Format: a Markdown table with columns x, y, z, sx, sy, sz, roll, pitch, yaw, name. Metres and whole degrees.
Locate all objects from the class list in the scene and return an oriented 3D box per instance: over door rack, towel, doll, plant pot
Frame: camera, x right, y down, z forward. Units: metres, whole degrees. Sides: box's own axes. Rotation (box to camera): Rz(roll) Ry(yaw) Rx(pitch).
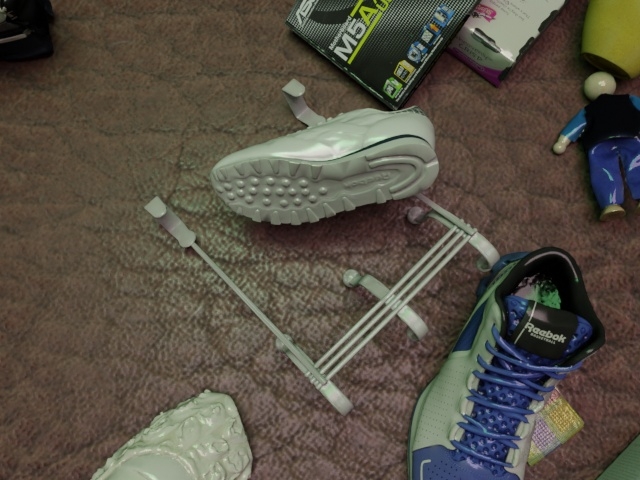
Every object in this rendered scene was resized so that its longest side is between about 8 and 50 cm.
| x | y | z | sx | sy | sz | roll | pitch | yaw | name |
| --- | --- | --- | --- | --- | --- | --- | --- | --- | --- |
| 0.000 | 0.000 | 0.702 | 0.239 | 0.108 | 0.324 | -43 | 68 | -9 | over door rack |
| 0.253 | 0.209 | 0.702 | 0.083 | 0.009 | 0.060 | -36 | 82 | -7 | towel |
| 0.349 | -0.121 | 0.746 | 0.128 | 0.046 | 0.189 | -11 | 70 | 25 | doll |
| 0.375 | -0.255 | 0.752 | 0.134 | 0.134 | 0.095 | 33 | 104 | 5 | plant pot |

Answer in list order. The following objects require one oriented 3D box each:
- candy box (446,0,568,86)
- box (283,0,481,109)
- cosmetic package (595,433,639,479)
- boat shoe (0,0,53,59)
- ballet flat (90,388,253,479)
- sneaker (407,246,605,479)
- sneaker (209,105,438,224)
| x | y | z | sx | sy | sz | roll | pitch | yaw | name |
| --- | --- | --- | --- | --- | --- | --- | --- | --- | --- |
| 0.239 | -0.335 | 0.783 | 0.159 | 0.071 | 0.233 | 40 | 80 | 8 | candy box |
| 0.078 | -0.286 | 0.734 | 0.184 | 0.045 | 0.191 | 40 | 117 | 4 | box |
| 0.367 | 0.284 | 0.652 | 0.231 | 0.085 | 0.117 | -42 | 83 | -8 | cosmetic package |
| -0.482 | -0.259 | 0.709 | 0.340 | 0.158 | 0.127 | 0 | 86 | 0 | boat shoe |
| -0.224 | 0.324 | 0.606 | 0.147 | 0.147 | 0.409 | 44 | 80 | 7 | ballet flat |
| 0.183 | 0.132 | 0.624 | 0.127 | 0.182 | 0.316 | 22 | 77 | 11 | sneaker |
| 0.002 | -0.084 | 0.641 | 0.234 | 0.090 | 0.095 | -6 | 49 | 7 | sneaker |
